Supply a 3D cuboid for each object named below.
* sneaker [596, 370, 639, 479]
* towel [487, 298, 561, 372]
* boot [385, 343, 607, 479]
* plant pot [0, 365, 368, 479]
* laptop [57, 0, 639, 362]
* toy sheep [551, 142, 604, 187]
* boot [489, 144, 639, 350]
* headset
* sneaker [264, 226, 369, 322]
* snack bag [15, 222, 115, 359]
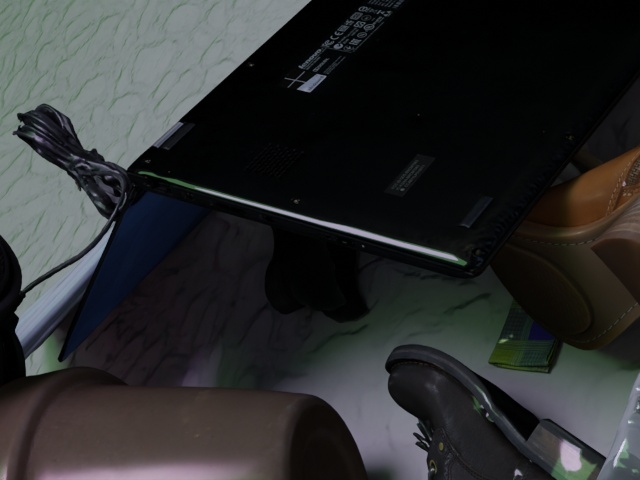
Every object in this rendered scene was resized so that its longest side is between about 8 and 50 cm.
[{"bbox_3d":[0.205,0.137,0.869,0.105,0.115,0.281,35,71,27],"label":"sneaker"},{"bbox_3d":[0.151,0.051,1.094,0.060,0.009,0.083,1,63,52],"label":"towel"},{"bbox_3d":[0.070,0.201,0.994,0.229,0.091,0.263,-57,35,-2],"label":"boot"},{"bbox_3d":[-0.092,0.204,1.095,0.229,0.263,0.263,-13,49,22],"label":"plant pot"},{"bbox_3d":[0.041,-0.057,1.168,0.408,0.236,0.382,16,46,31],"label":"laptop"},{"bbox_3d":[0.152,-0.047,1.112,0.132,0.091,0.091,-53,33,-5],"label":"toy sheep"},{"bbox_3d":[0.224,-0.043,0.974,0.220,0.109,0.283,-40,4,-17],"label":"boot"},{"bbox_3d":[-0.300,0.047,1.145,0.394,0.243,0.185,-36,69,-27],"label":"headset"},{"bbox_3d":[-0.002,-0.001,1.304,0.089,0.051,0.170,-27,47,36],"label":"sneaker"},{"bbox_3d":[-0.204,0.017,1.419,0.323,0.037,0.342,-45,5,16],"label":"snack bag"}]
